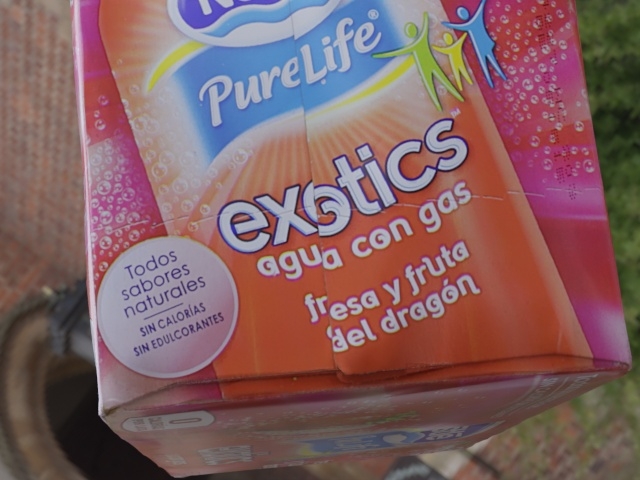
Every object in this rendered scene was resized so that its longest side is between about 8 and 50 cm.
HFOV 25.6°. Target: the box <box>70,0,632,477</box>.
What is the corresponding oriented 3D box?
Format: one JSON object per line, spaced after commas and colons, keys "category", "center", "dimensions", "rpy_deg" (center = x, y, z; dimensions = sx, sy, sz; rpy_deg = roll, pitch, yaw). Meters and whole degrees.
{"category": "box", "center": [0.000, 0.000, 0.436], "dimensions": [0.257, 0.122, 0.128], "rpy_deg": [99, 165, -77]}
